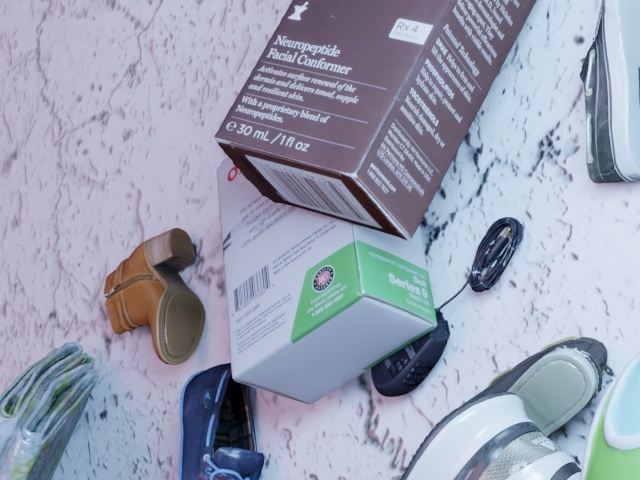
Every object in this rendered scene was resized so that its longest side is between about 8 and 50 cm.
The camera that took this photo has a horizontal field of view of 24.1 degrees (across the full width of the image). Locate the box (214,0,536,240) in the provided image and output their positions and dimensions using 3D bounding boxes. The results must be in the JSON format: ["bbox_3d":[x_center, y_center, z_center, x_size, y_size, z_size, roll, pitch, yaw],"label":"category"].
[{"bbox_3d":[0.078,-0.208,1.526,0.191,0.143,0.381,16,70,37],"label":"box"}]

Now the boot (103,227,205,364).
[{"bbox_3d":[-0.223,0.094,1.942,0.152,0.073,0.197,-31,47,38],"label":"boot"}]

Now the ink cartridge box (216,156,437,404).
[{"bbox_3d":[0.000,0.000,1.652,0.211,0.121,0.289,-35,47,36],"label":"ink cartridge box"}]

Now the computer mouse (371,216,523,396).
[{"bbox_3d":[0.138,0.074,1.580,0.242,0.041,0.071,-50,34,20],"label":"computer mouse"}]

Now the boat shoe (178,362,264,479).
[{"bbox_3d":[-0.114,0.261,1.753,0.089,0.109,0.258,-32,60,35],"label":"boat shoe"}]

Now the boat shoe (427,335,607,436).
[{"bbox_3d":[0.192,0.170,1.470,0.228,0.069,0.081,-40,86,36],"label":"boat shoe"}]

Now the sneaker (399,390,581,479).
[{"bbox_3d":[0.138,0.385,1.398,0.257,0.169,0.447,45,124,32],"label":"sneaker"}]

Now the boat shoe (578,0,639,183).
[{"bbox_3d":[0.281,-0.164,1.444,0.070,0.078,0.219,-7,77,45],"label":"boat shoe"}]

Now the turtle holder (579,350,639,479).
[{"bbox_3d":[0.351,0.167,1.167,0.320,0.243,0.227,-43,34,44],"label":"turtle holder"}]

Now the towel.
[{"bbox_3d":[-0.422,0.334,1.948,0.374,0.090,0.320,-64,0,14],"label":"towel"}]
